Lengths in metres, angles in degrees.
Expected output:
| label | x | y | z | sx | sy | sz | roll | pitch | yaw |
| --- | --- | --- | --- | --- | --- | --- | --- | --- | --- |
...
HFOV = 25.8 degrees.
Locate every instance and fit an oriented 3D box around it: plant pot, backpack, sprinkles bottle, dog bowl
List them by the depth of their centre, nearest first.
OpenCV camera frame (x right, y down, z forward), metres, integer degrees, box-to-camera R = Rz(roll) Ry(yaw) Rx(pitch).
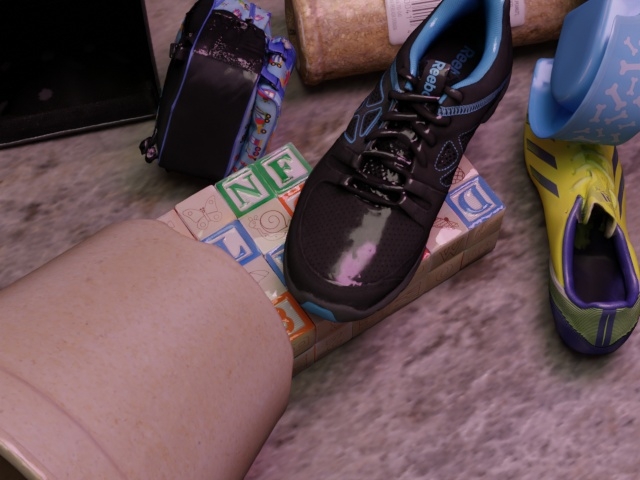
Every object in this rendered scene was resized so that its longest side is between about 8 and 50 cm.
| label | x | y | z | sx | sy | sz | roll | pitch | yaw |
| --- | --- | --- | --- | --- | --- | --- | --- | --- | --- |
| plant pot | -0.188 | 0.149 | 1.077 | 0.333 | 0.334 | 0.305 | 29 | 43 | 13 |
| dog bowl | 0.275 | -0.223 | 1.269 | 0.074 | 0.166 | 0.297 | 17 | 80 | -12 |
| backpack | -0.091 | -0.158 | 1.345 | 0.116 | 0.158 | 0.173 | 18 | 40 | -7 |
| plant pot | -0.267 | -0.226 | 1.368 | 0.187 | 0.188 | 0.167 | -12 | 51 | -6 |
| sprinkles bottle | 0.145 | -0.243 | 1.402 | 0.355 | 0.121 | 0.121 | -10 | 64 | -5 |

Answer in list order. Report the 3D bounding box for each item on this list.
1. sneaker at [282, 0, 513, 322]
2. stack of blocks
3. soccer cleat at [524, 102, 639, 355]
| label | x | y | z | sx | sy | sz | roll | pitch | yaw |
| --- | --- | --- | --- | --- | --- | --- | --- | --- | --- |
| sneaker | 0.067 | -0.089 | 1.215 | 0.125 | 0.140 | 0.341 | 24 | 66 | 9 |
| stack of blocks | 0.000 | 0.000 | 1.297 | 0.297 | 0.087 | 0.171 | -31 | 67 | -15 |
| soccer cleat | 0.249 | -0.037 | 1.298 | 0.093 | 0.121 | 0.289 | -2 | 63 | -1 |
